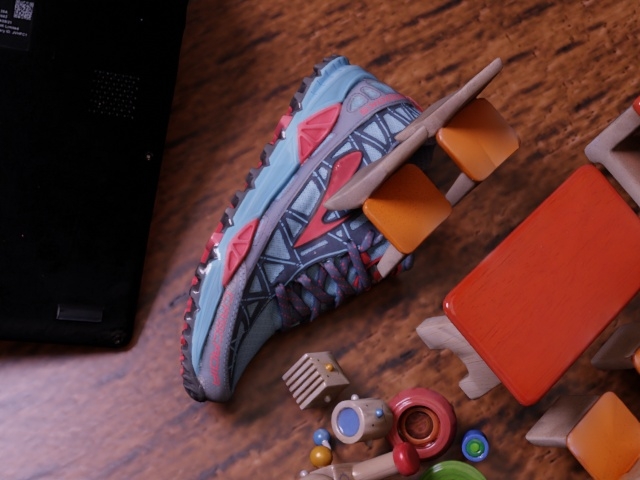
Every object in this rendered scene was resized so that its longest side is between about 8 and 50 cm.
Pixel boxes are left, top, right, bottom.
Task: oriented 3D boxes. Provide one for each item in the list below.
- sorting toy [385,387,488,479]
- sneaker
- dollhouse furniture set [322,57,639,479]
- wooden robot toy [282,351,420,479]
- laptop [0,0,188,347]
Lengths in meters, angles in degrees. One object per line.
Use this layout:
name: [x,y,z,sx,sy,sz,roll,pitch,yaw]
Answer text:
sorting toy: [0.082,0.142,0.770,0.061,0.042,0.102,-24,85,6]
sneaker: [0.000,0.000,0.778,0.125,0.104,0.262,27,73,5]
dollhouse furniture set: [0.181,-0.007,0.736,0.259,0.135,0.262,-42,93,-26]
wooden robot toy: [0.013,0.149,0.726,0.076,0.079,0.173,-29,69,34]
laptop: [-0.307,-0.165,0.784,0.382,0.236,0.408,7,98,-26]
